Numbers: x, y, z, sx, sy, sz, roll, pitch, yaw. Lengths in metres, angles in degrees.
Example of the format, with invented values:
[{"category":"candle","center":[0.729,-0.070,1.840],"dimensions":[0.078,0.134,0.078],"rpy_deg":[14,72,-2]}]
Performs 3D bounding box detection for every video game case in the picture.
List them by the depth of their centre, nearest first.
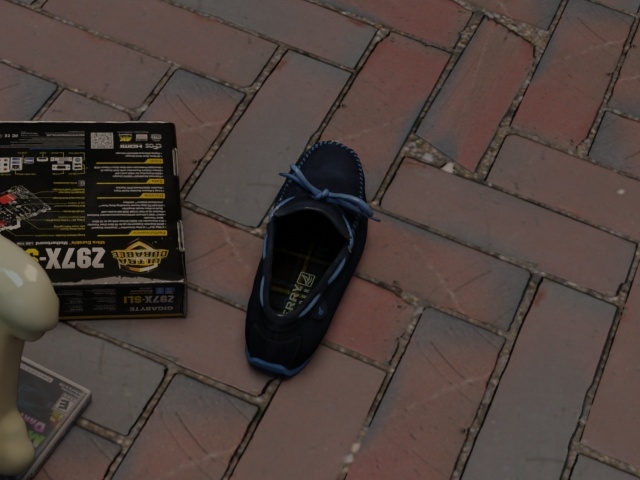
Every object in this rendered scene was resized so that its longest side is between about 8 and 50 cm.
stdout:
[{"category":"video game case","center":[-0.370,0.185,1.373],"dimensions":[0.190,0.022,0.173],"rpy_deg":[25,52,12]}]

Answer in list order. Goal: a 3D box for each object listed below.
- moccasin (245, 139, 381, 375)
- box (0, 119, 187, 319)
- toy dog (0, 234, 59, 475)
[{"category":"moccasin","center":[0.000,0.000,1.522],"dimensions":[0.138,0.117,0.342],"rpy_deg":[10,50,0]},{"category":"box","center":[-0.324,-0.027,1.521],"dimensions":[0.322,0.079,0.257],"rpy_deg":[-1,53,-10]},{"category":"toy dog","center":[-0.489,0.123,1.127],"dimensions":[0.395,0.284,0.408],"rpy_deg":[41,42,14]}]
